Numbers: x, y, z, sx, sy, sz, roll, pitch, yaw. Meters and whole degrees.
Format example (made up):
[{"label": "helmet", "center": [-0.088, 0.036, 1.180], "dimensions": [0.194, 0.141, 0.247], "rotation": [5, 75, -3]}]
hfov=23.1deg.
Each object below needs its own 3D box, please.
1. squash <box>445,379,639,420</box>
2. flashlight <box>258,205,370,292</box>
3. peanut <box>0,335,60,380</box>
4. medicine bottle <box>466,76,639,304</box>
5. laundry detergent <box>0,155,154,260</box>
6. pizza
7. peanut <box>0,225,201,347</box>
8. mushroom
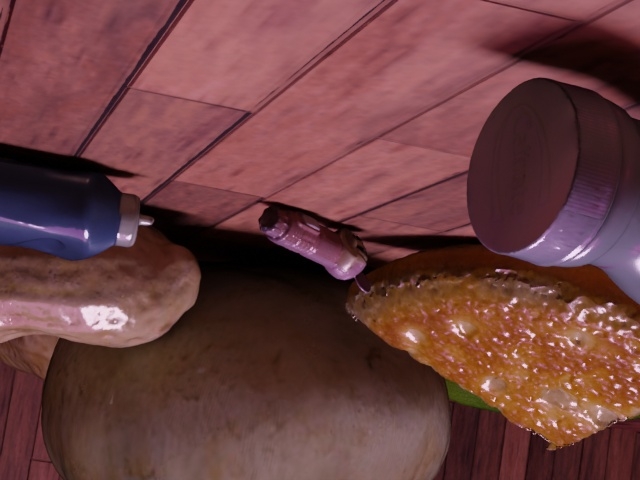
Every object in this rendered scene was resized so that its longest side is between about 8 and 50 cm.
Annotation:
[{"label": "squash", "center": [0.209, 0.113, 1.411], "dimensions": [0.101, 0.101, 0.378], "rotation": [13, 171, -31]}, {"label": "flashlight", "center": [0.000, 0.000, 1.065], "dimensions": [0.031, 0.052, 0.110], "rotation": [-35, 144, 23]}, {"label": "peanut", "center": [-0.312, 0.102, 1.819], "dimensions": [0.137, 0.122, 0.253], "rotation": [3, 178, -29]}, {"label": "medicine bottle", "center": [0.164, -0.005, 0.619], "dimensions": [0.216, 0.090, 0.090], "rotation": [13, 171, -29]}, {"label": "laundry detergent", "center": [-0.208, -0.027, 0.989], "dimensions": [0.206, 0.061, 0.096], "rotation": [9, 164, -9]}, {"label": "pizza", "center": [0.159, 0.073, 1.098], "dimensions": [0.292, 0.058, 0.197], "rotation": [5, 140, 29]}, {"label": "peanut", "center": [-0.217, 0.023, 1.139], "dimensions": [0.256, 0.124, 0.123], "rotation": [10, 172, -8]}, {"label": "mushroom", "center": [-0.063, 0.145, 1.299], "dimensions": [0.352, 0.260, 0.352], "rotation": [8, -177, 0]}]
